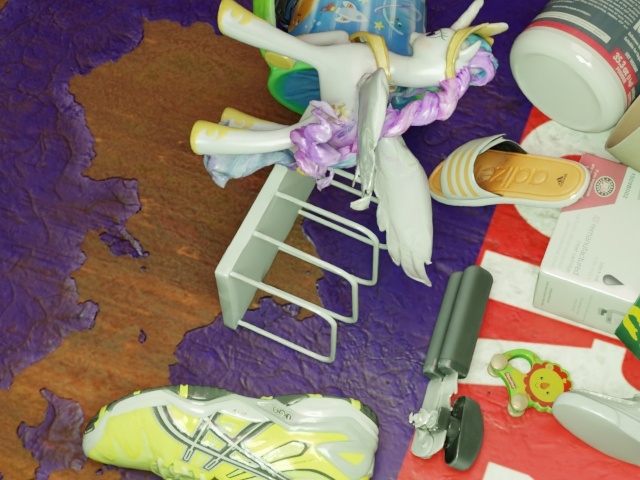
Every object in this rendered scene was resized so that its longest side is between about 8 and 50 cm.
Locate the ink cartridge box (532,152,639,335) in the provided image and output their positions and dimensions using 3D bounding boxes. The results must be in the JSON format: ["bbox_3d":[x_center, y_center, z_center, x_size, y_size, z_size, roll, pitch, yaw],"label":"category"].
[{"bbox_3d":[0.456,0.028,1.737,0.283,0.117,0.207,19,65,13],"label":"ink cartridge box"}]

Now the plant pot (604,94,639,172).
[{"bbox_3d":[0.538,-0.164,1.664,0.191,0.284,0.284,41,72,-1],"label":"plant pot"}]

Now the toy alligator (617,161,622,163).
[{"bbox_3d":[0.474,-0.140,1.860,0.190,0.056,0.051,-29,23,-9],"label":"toy alligator"}]

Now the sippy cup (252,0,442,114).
[{"bbox_3d":[0.056,-0.305,1.843,0.240,0.305,0.224,5,74,19],"label":"sippy cup"}]

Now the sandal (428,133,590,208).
[{"bbox_3d":[0.250,-0.105,1.779,0.265,0.076,0.102,5,59,44],"label":"sandal"}]

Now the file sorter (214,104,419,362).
[{"bbox_3d":[0.000,0.000,1.742,0.173,0.193,0.277,24,68,11],"label":"file sorter"}]

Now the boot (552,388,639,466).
[{"bbox_3d":[0.438,0.227,1.665,0.258,0.095,0.123,24,61,6],"label":"boot"}]

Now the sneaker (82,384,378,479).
[{"bbox_3d":[-0.119,0.276,1.639,0.385,0.145,0.147,0,63,5],"label":"sneaker"}]

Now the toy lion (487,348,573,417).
[{"bbox_3d":[0.286,0.188,1.720,0.096,0.034,0.100,-19,63,-13],"label":"toy lion"}]

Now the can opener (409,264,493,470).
[{"bbox_3d":[0.183,0.170,1.722,0.093,0.074,0.280,25,65,-23],"label":"can opener"}]

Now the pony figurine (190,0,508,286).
[{"bbox_3d":[0.035,-0.149,1.576,0.363,0.303,0.351,3,66,16],"label":"pony figurine"}]

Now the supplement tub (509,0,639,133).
[{"bbox_3d":[0.423,-0.308,1.864,0.191,0.191,0.272,35,71,19],"label":"supplement tub"}]

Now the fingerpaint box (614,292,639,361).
[{"bbox_3d":[0.655,0.094,1.548,0.445,0.163,0.371,-34,71,-17],"label":"fingerpaint box"}]

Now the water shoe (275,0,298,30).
[{"bbox_3d":[-0.028,-0.344,1.993,0.080,0.073,0.203,-17,62,27],"label":"water shoe"}]
